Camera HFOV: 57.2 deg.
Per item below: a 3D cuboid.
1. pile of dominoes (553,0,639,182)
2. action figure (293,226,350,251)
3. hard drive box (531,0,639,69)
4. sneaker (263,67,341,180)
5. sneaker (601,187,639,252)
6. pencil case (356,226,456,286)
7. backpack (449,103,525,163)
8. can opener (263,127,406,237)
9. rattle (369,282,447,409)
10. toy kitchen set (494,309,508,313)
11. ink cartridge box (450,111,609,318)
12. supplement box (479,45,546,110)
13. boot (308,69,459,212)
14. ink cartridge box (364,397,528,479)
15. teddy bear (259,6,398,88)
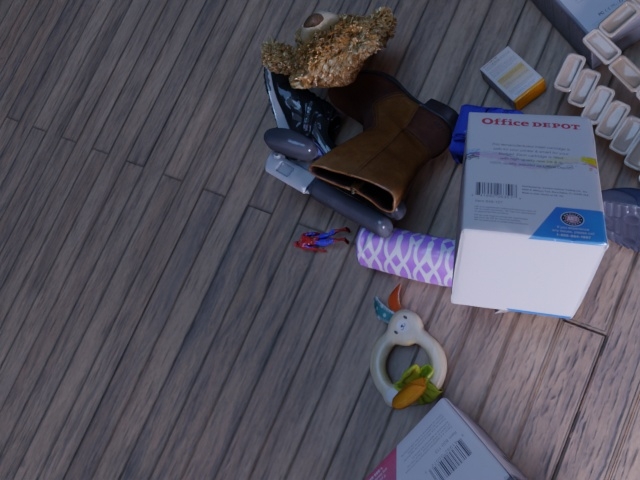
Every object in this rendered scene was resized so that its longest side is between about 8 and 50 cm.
[{"bbox_3d":[0.490,-0.225,0.882,0.196,0.040,0.251,-40,75,13],"label":"pile of dominoes"},{"bbox_3d":[0.000,0.000,1.075,0.115,0.030,0.038,-7,64,28],"label":"action figure"},{"bbox_3d":[0.465,-0.433,0.972,0.181,0.089,0.232,-31,63,12],"label":"hard drive box"},{"bbox_3d":[-0.023,-0.244,1.140,0.124,0.107,0.284,-17,74,10],"label":"sneaker"},{"bbox_3d":[0.541,-0.039,0.807,0.318,0.112,0.131,16,63,26],"label":"sneaker"},{"bbox_3d":[0.160,0.020,0.964,0.205,0.087,0.088,14,45,26],"label":"pencil case"},{"bbox_3d":[0.281,-0.170,0.963,0.120,0.101,0.098,15,86,24],"label":"backpack"},{"bbox_3d":[0.010,-0.105,0.980,0.283,0.095,0.076,32,77,31],"label":"can opener"},{"bbox_3d":[0.111,0.157,0.911,0.130,0.142,0.200,-19,70,38],"label":"rattle"},{"bbox_3d":[0.289,0.064,0.900,0.068,0.083,0.075,-52,48,51],"label":"toy kitchen set"},{"bbox_3d":[0.280,-0.041,0.822,0.171,0.168,0.233,6,52,12],"label":"ink cartridge box"},{"bbox_3d":[0.331,-0.278,1.011,0.062,0.036,0.098,-38,61,9],"label":"supplement box"},{"bbox_3d":[0.067,-0.170,0.982,0.264,0.096,0.280,32,50,16],"label":"boot"},{"bbox_3d":[0.185,0.376,0.737,0.207,0.117,0.283,-47,29,4],"label":"ink cartridge box"},{"bbox_3d":[0.019,-0.365,1.056,0.244,0.338,0.113,5,118,22],"label":"teddy bear"}]
